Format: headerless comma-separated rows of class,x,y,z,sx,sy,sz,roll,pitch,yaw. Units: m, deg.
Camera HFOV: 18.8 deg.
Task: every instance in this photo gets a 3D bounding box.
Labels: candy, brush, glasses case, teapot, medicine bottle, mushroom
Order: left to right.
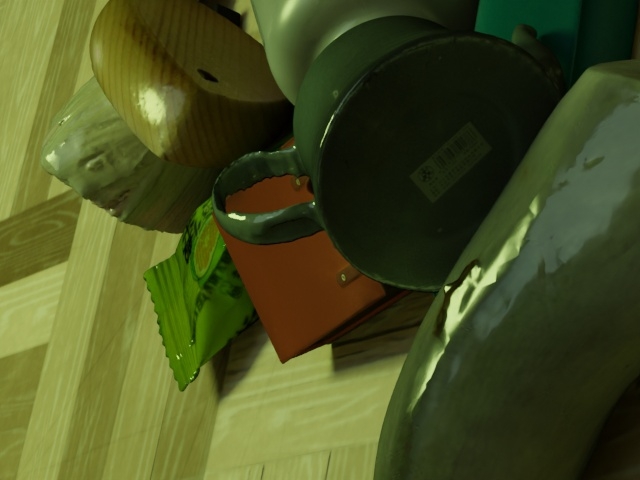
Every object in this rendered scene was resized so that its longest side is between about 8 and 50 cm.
brush,-0.130,-0.091,1.544,0.166,0.174,0.266,-55,10,14
candy,-0.055,0.002,1.506,0.246,0.069,0.149,-47,33,28
medicine bottle,0.027,-0.185,1.417,0.157,0.157,0.288,-50,34,26
teapot,0.043,-0.067,1.190,0.239,0.162,0.149,-29,30,-5
glasses case,0.143,-0.105,1.270,0.117,0.070,0.301,-19,53,51
mushroom,0.127,0.087,1.108,0.177,0.126,0.397,43,109,37

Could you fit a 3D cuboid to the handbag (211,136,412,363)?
handbag,0.000,0.000,1.337,0.127,0.063,0.190,65,152,7

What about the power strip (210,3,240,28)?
power strip,-0.093,-0.158,1.712,0.038,0.029,0.111,-35,42,42
